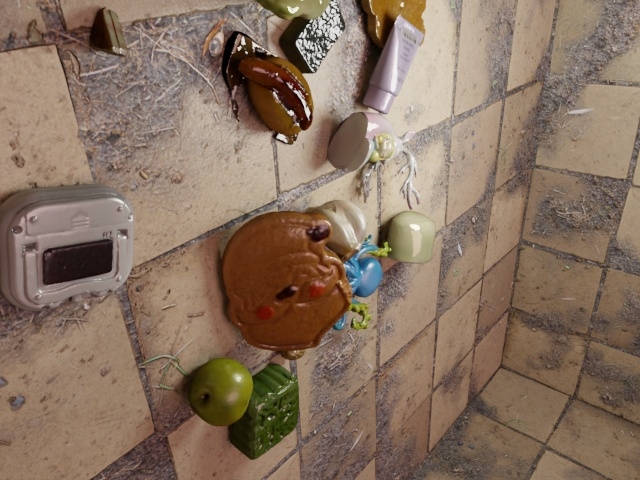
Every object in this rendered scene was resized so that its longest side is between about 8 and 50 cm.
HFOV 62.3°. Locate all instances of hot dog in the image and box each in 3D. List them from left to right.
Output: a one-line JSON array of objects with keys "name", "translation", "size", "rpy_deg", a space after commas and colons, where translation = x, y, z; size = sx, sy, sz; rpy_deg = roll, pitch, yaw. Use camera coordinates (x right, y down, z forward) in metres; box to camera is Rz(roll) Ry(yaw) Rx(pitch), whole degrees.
[{"name": "hot dog", "translation": [-0.107, -0.357, 1.321], "size": [0.326, 0.107, 0.193], "rpy_deg": [21, 90, -53]}]

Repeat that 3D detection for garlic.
[{"name": "garlic", "translation": [0.007, -0.008, 1.577], "size": [0.281, 0.203, 0.184], "rpy_deg": [-45, -176, 21]}]

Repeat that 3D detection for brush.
[{"name": "brush", "translation": [-0.014, -0.543, 1.389], "size": [0.197, 0.059, 0.123], "rpy_deg": [-58, 144, -14]}]

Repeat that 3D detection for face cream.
[{"name": "face cream", "translation": [0.223, -0.531, 1.632], "size": [0.154, 0.096, 0.273], "rpy_deg": [9, 110, -47]}]

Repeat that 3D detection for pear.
[{"name": "pear", "translation": [-0.263, 0.411, 1.461], "size": [0.216, 0.166, 0.179], "rpy_deg": [9, 86, -75]}]

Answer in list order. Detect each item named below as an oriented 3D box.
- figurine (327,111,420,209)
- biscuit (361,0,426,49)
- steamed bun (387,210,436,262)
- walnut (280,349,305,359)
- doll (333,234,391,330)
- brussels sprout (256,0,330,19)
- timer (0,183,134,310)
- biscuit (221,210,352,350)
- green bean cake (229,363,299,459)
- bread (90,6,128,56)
[{"name": "figurine", "translation": [0.174, -0.250, 1.681], "size": [0.316, 0.207, 0.283], "rpy_deg": [-3, 103, -45]}, {"name": "biscuit", "translation": [0.233, -0.712, 1.626], "size": [0.376, 0.051, 0.269], "rpy_deg": [24, 90, -54]}, {"name": "steamed bun", "translation": [0.356, -0.010, 2.014], "size": [0.250, 0.155, 0.199], "rpy_deg": [-14, 116, -64]}, {"name": "walnut", "translation": [-0.089, 0.345, 1.703], "size": [0.096, 0.083, 0.078], "rpy_deg": [17, 65, -53]}, {"name": "doll", "translation": [0.102, 0.144, 1.852], "size": [0.342, 0.099, 0.345], "rpy_deg": [2, 98, -40]}, {"name": "brussels sprout", "translation": [-0.075, -0.647, 1.117], "size": [0.344, 0.268, 0.344], "rpy_deg": [-34, 151, -22]}, {"name": "timer", "translation": [-0.485, 0.013, 1.033], "size": [0.262, 0.087, 0.236], "rpy_deg": [-14, 117, -48]}, {"name": "biscuit", "translation": [-0.096, 0.130, 1.463], "size": [0.350, 0.078, 0.454], "rpy_deg": [-20, 121, 0]}, {"name": "green bean cake", "translation": [-0.168, 0.524, 1.644], "size": [0.222, 0.125, 0.247], "rpy_deg": [-23, 123, -44]}, {"name": "bread", "translation": [-0.400, -0.377, 0.990], "size": [0.043, 0.062, 0.108], "rpy_deg": [13, 54, -55]}]
